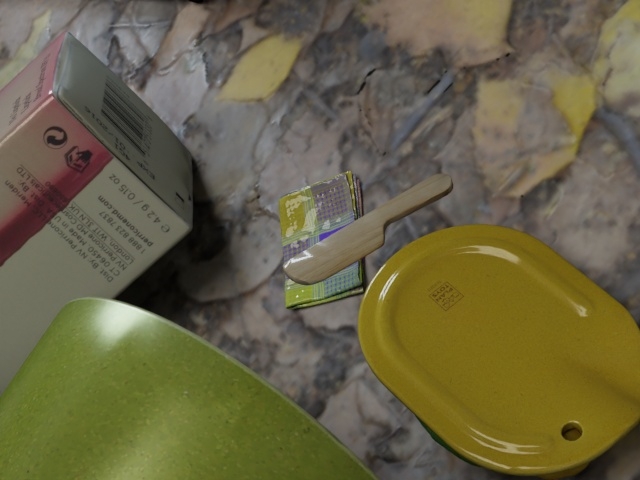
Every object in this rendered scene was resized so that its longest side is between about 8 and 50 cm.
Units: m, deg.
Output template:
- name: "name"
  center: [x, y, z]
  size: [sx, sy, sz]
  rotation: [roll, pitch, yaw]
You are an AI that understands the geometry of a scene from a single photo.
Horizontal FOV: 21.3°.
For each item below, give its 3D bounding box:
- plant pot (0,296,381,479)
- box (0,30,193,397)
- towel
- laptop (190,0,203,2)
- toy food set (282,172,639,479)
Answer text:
- name: "plant pot"
  center: [-0.121, 0.227, 0.850]
  size: [0.274, 0.275, 0.293]
  rotation: [22, 60, 36]
- name: "box"
  center: [-0.207, -0.002, 1.116]
  size: [0.232, 0.127, 0.149]
  rotation: [-41, 20, 11]
- name: "towel"
  center: [0.000, 0.000, 1.090]
  size: [0.060, 0.009, 0.083]
  rotation: [-15, 63, 26]
- name: "laptop"
  center: [-0.134, -0.390, 1.202]
  size: [0.236, 0.408, 0.382]
  rotation: [17, 79, 2]
- name: "toy food set"
  center: [0.093, 0.063, 0.978]
  size: [0.128, 0.071, 0.218]
  rotation: [-37, 54, -14]
